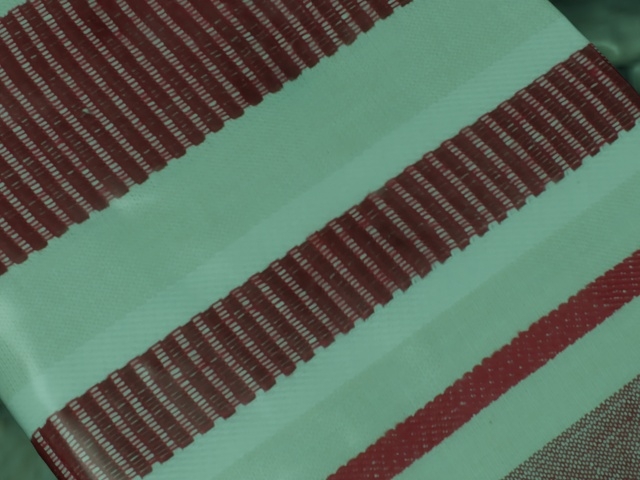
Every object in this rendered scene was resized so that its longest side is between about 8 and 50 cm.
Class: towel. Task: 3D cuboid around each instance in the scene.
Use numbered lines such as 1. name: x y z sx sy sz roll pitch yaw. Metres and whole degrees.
1. towel: 0.000 0.000 0.660 0.237 0.037 0.329 -35 73 -15
